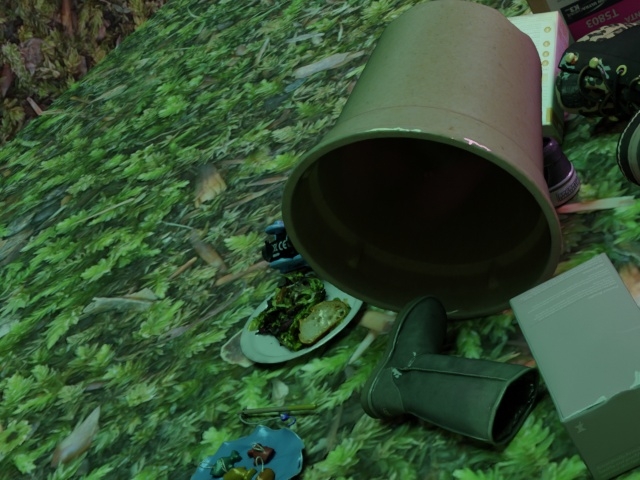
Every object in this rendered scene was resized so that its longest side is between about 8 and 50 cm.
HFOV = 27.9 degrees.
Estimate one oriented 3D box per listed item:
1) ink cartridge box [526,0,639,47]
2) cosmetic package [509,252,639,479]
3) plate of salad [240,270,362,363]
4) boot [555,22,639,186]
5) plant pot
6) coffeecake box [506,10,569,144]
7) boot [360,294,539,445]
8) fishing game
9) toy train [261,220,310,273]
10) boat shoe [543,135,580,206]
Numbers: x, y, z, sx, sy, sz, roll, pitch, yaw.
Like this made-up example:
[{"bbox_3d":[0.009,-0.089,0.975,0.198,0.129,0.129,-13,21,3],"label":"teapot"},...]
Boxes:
[{"bbox_3d":[0.434,-0.371,1.933,0.234,0.193,0.088,-24,29,15],"label":"ink cartridge box"},{"bbox_3d":[0.294,0.128,1.347,0.127,0.107,0.238,-26,30,10],"label":"cosmetic package"},{"bbox_3d":[-0.029,0.094,1.788,0.199,0.048,0.200,-25,28,14],"label":"plate of salad"},{"bbox_3d":[0.432,-0.190,1.693,0.377,0.138,0.284,-43,30,-29],"label":"boot"},{"bbox_3d":[0.147,-0.123,1.600,0.333,0.334,0.305,-13,44,32],"label":"plant pot"},{"bbox_3d":[0.282,-0.231,1.880,0.142,0.068,0.186,-3,67,26],"label":"coffeecake box"},{"bbox_3d":[0.161,0.144,1.482,0.208,0.076,0.190,-7,49,51],"label":"boot"},{"bbox_3d":[-0.105,0.288,1.552,0.189,0.041,0.264,-8,35,43],"label":"fishing game"},{"bbox_3d":[0.000,0.000,1.860,0.184,0.105,0.080,-20,72,41],"label":"toy train"},{"bbox_3d":[0.223,-0.109,1.810,0.108,0.102,0.301,-45,30,-25],"label":"boat shoe"}]
